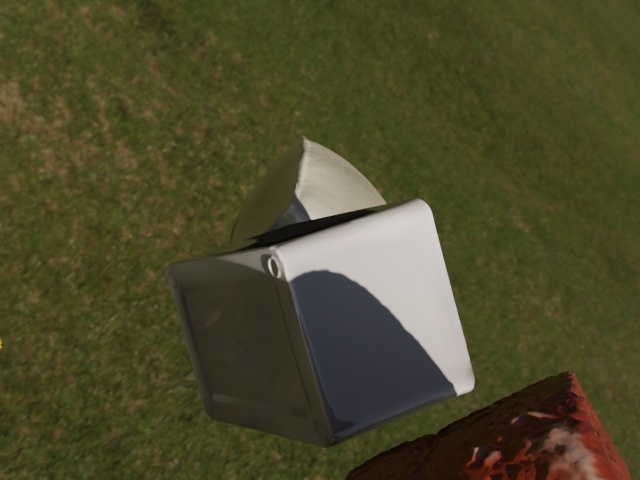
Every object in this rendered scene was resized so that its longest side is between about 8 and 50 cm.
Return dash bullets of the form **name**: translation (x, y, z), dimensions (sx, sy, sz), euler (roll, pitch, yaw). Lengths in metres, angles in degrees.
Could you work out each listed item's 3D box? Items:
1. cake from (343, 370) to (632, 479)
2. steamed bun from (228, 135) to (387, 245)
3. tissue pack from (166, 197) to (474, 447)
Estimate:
- **cake**: translation (0.119, 0.196, 0.456), dimensions (0.283, 0.151, 0.177), euler (55, 9, -27)
- **steamed bun**: translation (0.000, 0.000, 1.025), dimensions (0.164, 0.146, 0.242), euler (37, 22, -14)
- **tissue pack**: translation (-0.013, 0.068, 0.767), dimensions (0.136, 0.246, 0.159), euler (-17, 94, -29)
